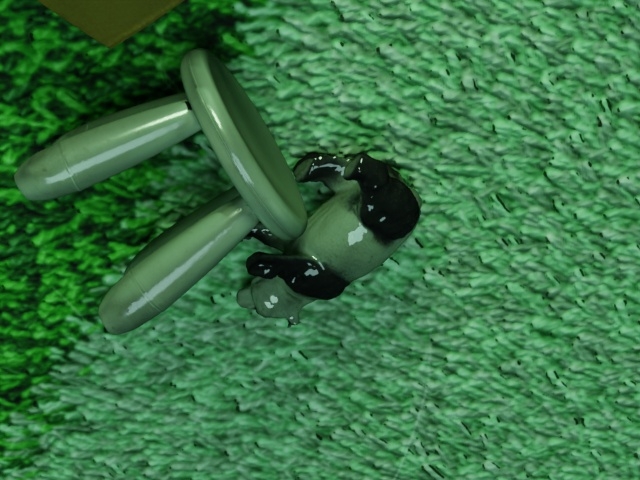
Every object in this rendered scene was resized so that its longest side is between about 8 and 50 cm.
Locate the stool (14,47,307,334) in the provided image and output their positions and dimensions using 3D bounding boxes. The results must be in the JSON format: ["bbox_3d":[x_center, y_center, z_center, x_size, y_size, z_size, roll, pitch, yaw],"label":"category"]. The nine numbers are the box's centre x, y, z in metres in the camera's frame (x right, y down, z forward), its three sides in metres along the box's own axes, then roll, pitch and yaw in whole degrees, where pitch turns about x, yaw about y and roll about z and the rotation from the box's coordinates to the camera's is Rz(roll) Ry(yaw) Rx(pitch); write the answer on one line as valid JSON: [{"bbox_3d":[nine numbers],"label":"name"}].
[{"bbox_3d":[-0.139,-0.046,1.478,0.199,0.195,0.195,-30,99,10],"label":"stool"}]

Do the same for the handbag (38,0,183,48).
[{"bbox_3d":[-0.236,-0.335,1.288,0.283,0.133,0.401,-26,133,37],"label":"handbag"}]

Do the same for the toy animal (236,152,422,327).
[{"bbox_3d":[0.000,0.000,1.586,0.121,0.094,0.225,35,111,-31],"label":"toy animal"}]
